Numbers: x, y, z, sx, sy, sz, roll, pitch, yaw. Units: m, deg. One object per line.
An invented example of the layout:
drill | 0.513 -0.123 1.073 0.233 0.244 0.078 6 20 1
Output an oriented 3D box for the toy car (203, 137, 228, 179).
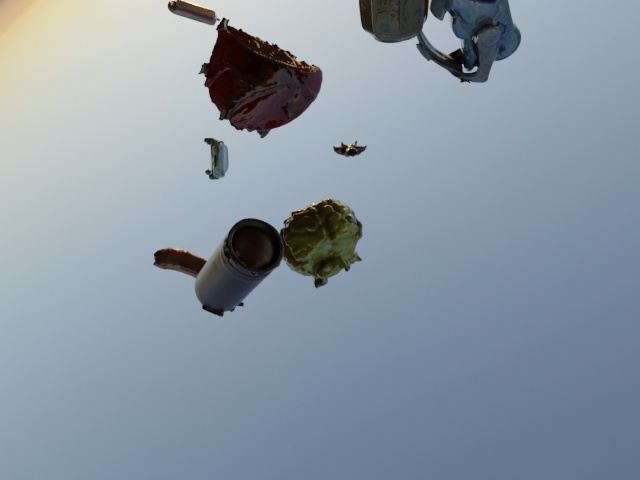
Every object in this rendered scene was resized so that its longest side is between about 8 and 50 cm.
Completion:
toy car | -0.254 -0.203 1.392 0.056 0.095 0.205 -3 -168 -16

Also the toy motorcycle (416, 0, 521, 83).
toy motorcycle | 0.360 -0.528 1.384 0.241 0.319 0.182 -37 -133 1

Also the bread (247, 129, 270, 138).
bread | -0.199 -0.367 1.730 0.082 0.113 0.060 -53 -165 33

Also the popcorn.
popcorn | 0.000 0.000 1.715 0.258 0.224 0.270 30 -72 37

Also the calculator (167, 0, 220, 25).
calculator | -0.419 -0.759 1.884 0.100 0.175 0.032 -104 -149 -51

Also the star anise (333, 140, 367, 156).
star anise | 0.113 -0.358 2.244 0.141 0.042 0.141 1 -153 -1

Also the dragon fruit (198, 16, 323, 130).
dragon fruit | -0.168 -0.439 1.604 0.282 0.343 0.100 -69 -162 4

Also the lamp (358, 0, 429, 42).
lamp | 0.161 -0.544 1.246 0.161 0.185 0.161 -5 -135 5

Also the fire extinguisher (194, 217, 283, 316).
fire extinguisher | -0.150 0.063 0.972 0.269 0.104 0.105 -44 -159 53

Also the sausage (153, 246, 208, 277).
sausage | -0.346 0.082 1.658 0.304 0.078 0.078 16 -123 8
